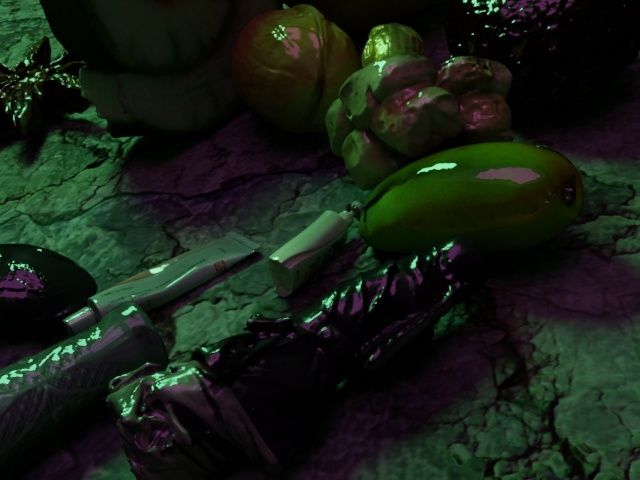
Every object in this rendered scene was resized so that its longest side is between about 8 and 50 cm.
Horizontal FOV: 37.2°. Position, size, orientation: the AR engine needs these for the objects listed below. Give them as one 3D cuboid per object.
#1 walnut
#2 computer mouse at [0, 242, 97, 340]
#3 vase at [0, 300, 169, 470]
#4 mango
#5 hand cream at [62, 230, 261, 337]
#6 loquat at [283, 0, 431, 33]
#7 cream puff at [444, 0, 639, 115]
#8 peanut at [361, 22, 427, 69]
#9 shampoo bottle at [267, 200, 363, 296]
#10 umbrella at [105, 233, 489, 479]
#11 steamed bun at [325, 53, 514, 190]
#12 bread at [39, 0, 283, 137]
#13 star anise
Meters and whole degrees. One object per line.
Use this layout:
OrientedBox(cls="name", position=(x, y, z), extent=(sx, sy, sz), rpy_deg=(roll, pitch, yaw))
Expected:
OrientedBox(cls="walnut", position=(-0.032, -0.216, 1.194), extent=(0.159, 0.159, 0.207), rpy_deg=(-19, 29, -7))
OrientedBox(cls="computer mouse", position=(-0.344, 0.051, 0.996), extent=(0.217, 0.073, 0.122), rpy_deg=(-5, 34, 16))
OrientedBox(cls="vase", position=(-0.244, 0.134, 0.837), extent=(0.219, 0.096, 0.096), rpy_deg=(-29, 38, -26))
OrientedBox(cls="mango", position=(0.141, -0.038, 0.927), extent=(0.232, 0.111, 0.125), rpy_deg=(-11, -7, 35))
OrientedBox(cls="hand cream", position=(-0.166, 0.043, 0.987), extent=(0.216, 0.038, 0.052), rpy_deg=(-26, 61, -27))
OrientedBox(cls="loquat", position=(0.052, -0.464, 1.362), extent=(0.328, 0.328, 0.328), rpy_deg=(-9, 35, 6))
OrientedBox(cls="cream puff", position=(0.264, -0.247, 1.124), extent=(0.239, 0.165, 0.239), rpy_deg=(-7, 32, 5))
OrientedBox(cls="peanut", position=(0.096, -0.209, 1.198), extent=(0.087, 0.087, 0.207), rpy_deg=(-9, 38, 6))
OrientedBox(cls="shampoo bottle", position=(0.000, 0.000, 0.974), extent=(0.034, 0.049, 0.141), rpy_deg=(15, 43, 36))
OrientedBox(cls="umbrella", position=(-0.003, 0.092, 0.793), extent=(0.357, 0.113, 0.106), rpy_deg=(-27, 15, -19))
OrientedBox(cls="steamed bun", position=(0.099, -0.114, 1.011), extent=(0.177, 0.106, 0.192), rpy_deg=(-1, -15, -35))
OrientedBox(cls="bread", position=(-0.207, -0.313, 1.206), extent=(0.129, 0.382, 0.366), rpy_deg=(16, 0, 38))
OrientedBox(cls="star anise", position=(-0.418, -0.224, 1.390), extent=(0.288, 0.088, 0.288), rpy_deg=(-8, 34, 5))
